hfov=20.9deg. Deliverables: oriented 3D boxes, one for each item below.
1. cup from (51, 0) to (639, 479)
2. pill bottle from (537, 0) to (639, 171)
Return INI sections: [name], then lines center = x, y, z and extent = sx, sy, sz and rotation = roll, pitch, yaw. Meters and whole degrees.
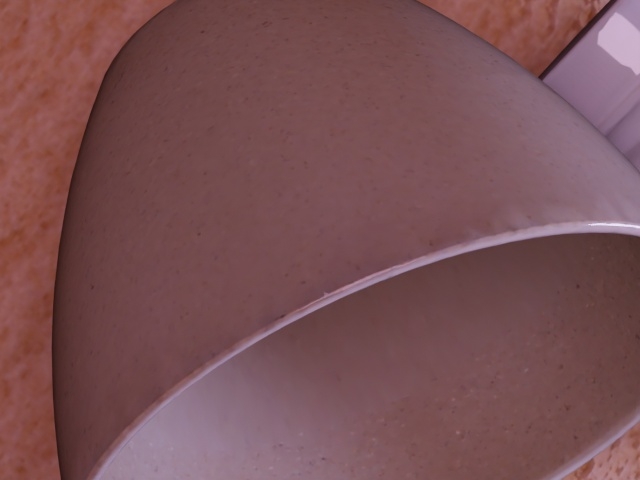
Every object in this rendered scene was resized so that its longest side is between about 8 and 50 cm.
[cup]
center = 0.000, 0.000, 0.885
extent = 0.331, 0.331, 0.237
rotation = -21, 62, -5
[pill bottle]
center = 0.255, -0.014, 0.950
extent = 0.301, 0.169, 0.169
rotation = 43, 84, 1
